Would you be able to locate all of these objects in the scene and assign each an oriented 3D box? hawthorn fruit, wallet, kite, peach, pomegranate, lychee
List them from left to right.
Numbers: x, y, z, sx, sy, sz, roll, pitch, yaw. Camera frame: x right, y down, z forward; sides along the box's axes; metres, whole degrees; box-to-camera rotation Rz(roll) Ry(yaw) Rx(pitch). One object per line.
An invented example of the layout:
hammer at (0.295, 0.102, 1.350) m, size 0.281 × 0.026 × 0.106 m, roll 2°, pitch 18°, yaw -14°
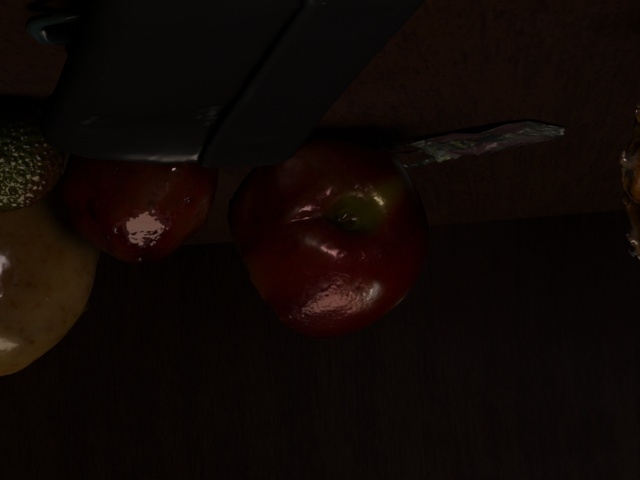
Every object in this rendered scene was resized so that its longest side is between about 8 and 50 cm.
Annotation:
pomegranate at (-0.417, 0.018, 1.715) m, size 0.307 × 0.307 × 0.307 m, roll -4°, pitch 175°, yaw 0°
lychee at (-0.328, -0.088, 1.513) m, size 0.114 × 0.114 × 0.146 m, roll -6°, pitch 159°, yaw 24°
hawthorn fruit at (-0.185, -0.079, 1.539) m, size 0.181 × 0.181 × 0.235 m, roll -2°, pitch 157°, yaw -25°
wallet at (-0.069, -0.142, 1.050) m, size 0.228 × 0.062 × 0.406 m, roll 3°, pitch 165°, yaw -17°
peach at (0.000, 0.000, 1.923) m, size 0.281 × 0.281 × 0.338 m, roll -2°, pitch 169°, yaw -18°
kite at (0.162, -0.126, 1.986) m, size 0.360 × 0.022 × 0.204 m, roll -7°, pitch 174°, yaw 23°

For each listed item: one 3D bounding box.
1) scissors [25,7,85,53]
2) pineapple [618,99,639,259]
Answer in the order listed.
scissors at (-0.085, -0.173, 1.141) m, size 0.289 × 0.041 × 0.138 m, roll -1°, pitch 176°, yaw 15°
pineapple at (0.456, -0.052, 1.303) m, size 0.352 × 0.352 × 0.300 m, roll -1°, pitch 174°, yaw -34°
